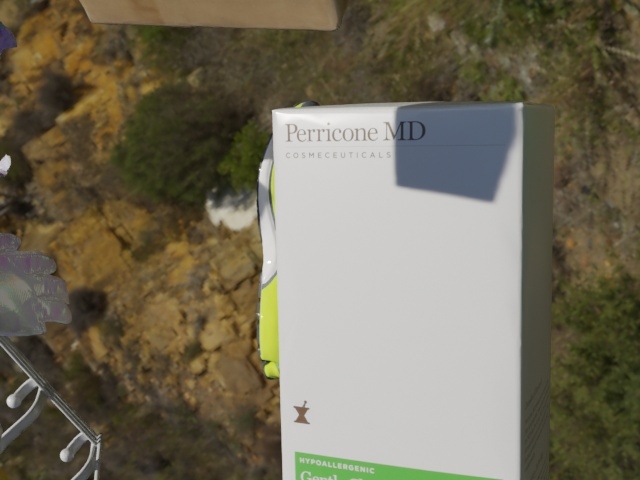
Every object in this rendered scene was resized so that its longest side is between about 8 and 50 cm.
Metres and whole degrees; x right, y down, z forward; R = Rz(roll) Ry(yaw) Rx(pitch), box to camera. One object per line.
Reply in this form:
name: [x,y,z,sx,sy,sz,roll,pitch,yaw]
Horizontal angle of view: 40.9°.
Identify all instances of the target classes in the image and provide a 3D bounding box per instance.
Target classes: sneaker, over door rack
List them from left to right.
over door rack: [-0.339,0.243,0.970,0.239,0.108,0.324,56,173,-25]
sneaker: [0.000,0.000,0.925,0.111,0.121,0.300,-16,-74,-81]

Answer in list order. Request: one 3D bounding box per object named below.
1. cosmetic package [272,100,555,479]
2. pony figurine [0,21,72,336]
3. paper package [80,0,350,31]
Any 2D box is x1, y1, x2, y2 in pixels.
cosmetic package: [0.080,0.073,0.689,0.155,0.197,0.365,-22,-69,-66]
pony figurine: [-0.415,-0.064,0.815,0.351,0.363,0.303,-5,-139,-42]
paper package: [-0.122,-0.362,0.752,0.309,0.168,0.325,8,148,23]
